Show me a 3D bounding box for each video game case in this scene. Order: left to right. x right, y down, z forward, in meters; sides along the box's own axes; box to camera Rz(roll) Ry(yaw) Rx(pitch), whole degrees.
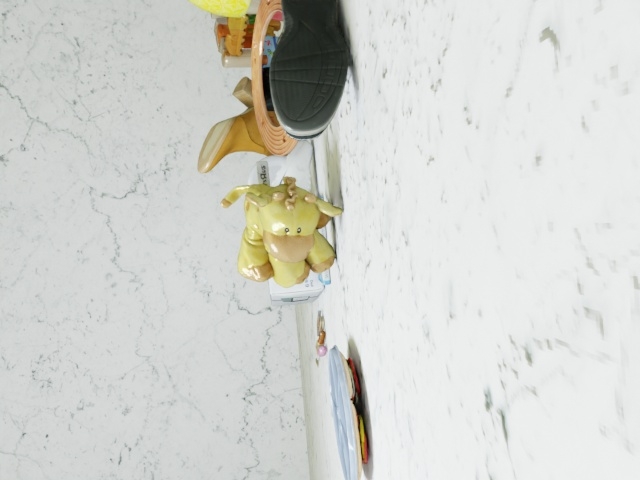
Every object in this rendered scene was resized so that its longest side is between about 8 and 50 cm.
[{"bbox_3d":[0.000,0.000,1.048,0.119,0.015,0.166,-170,75,-84],"label":"video game case"}]

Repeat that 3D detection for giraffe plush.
[{"bbox_3d":[-0.048,-0.027,0.797,0.210,0.181,0.170,69,165,-8],"label":"giraffe plush"}]

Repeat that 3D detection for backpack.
[{"bbox_3d":[-0.108,-0.407,1.268,0.158,0.116,0.174,-137,41,-82],"label":"backpack"}]

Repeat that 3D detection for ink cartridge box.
[{"bbox_3d":[-0.071,0.038,1.268,0.289,0.121,0.211,111,153,-77],"label":"ink cartridge box"}]

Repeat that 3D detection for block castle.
[{"bbox_3d":[-0.209,-0.760,1.587,0.303,0.212,0.454,121,138,-61],"label":"block castle"}]

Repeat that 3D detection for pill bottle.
[{"bbox_3d":[-0.116,-0.130,1.424,0.264,0.153,0.153,143,122,-83],"label":"pill bottle"}]

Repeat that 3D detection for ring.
[{"bbox_3d":[-0.077,-0.338,1.051,0.336,0.032,0.337,175,90,-68],"label":"ring"}]

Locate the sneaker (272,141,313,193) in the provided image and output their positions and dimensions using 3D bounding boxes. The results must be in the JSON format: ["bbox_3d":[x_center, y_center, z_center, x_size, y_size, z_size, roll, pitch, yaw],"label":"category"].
[{"bbox_3d":[-0.055,-0.093,1.082,0.090,0.094,0.235,96,-165,-78],"label":"sneaker"}]

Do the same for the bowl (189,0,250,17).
[{"bbox_3d":[-0.231,-0.542,0.926,0.289,0.156,0.290,166,90,-70],"label":"bowl"}]

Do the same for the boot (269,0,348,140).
[{"bbox_3d":[-0.013,-0.187,0.658,0.179,0.085,0.237,91,179,-64],"label":"boot"}]

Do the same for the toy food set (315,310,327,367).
[{"bbox_3d":[0.004,0.228,1.221,0.078,0.019,0.122,-141,54,-82],"label":"toy food set"}]

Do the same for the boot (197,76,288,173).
[{"bbox_3d":[-0.175,-0.256,1.382,0.104,0.211,0.295,7,68,51],"label":"boot"}]

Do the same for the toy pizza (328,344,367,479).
[{"bbox_3d":[0.041,0.251,0.761,0.201,0.032,0.201,174,90,-84],"label":"toy pizza"}]
